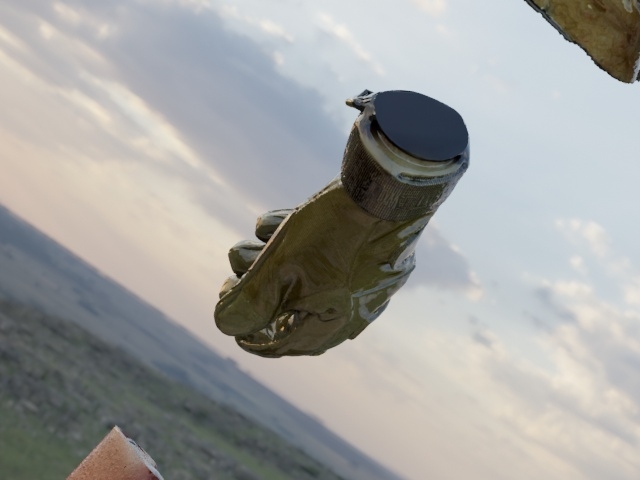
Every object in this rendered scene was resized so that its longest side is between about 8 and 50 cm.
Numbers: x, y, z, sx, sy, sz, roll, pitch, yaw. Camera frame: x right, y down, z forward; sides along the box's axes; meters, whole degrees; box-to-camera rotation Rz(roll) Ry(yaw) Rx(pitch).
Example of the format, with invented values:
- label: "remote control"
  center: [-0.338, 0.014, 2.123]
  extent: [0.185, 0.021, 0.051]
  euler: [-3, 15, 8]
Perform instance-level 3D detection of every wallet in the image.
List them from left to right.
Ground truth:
- label: "wallet"
  center: [-0.257, 0.300, 1.379]
  extent: [0.045, 0.204, 0.142]
  euler: [47, -9, -27]

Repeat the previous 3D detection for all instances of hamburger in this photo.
- label: "hamburger"
  center: [0.280, -0.243, 1.284]
  extent: [0.176, 0.102, 0.087]
  euler: [41, 29, -4]

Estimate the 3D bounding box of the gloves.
- label: "gloves"
  center: [0.015, 0.007, 1.176]
  extent: [0.141, 0.154, 0.331]
  euler: [28, -48, -12]
